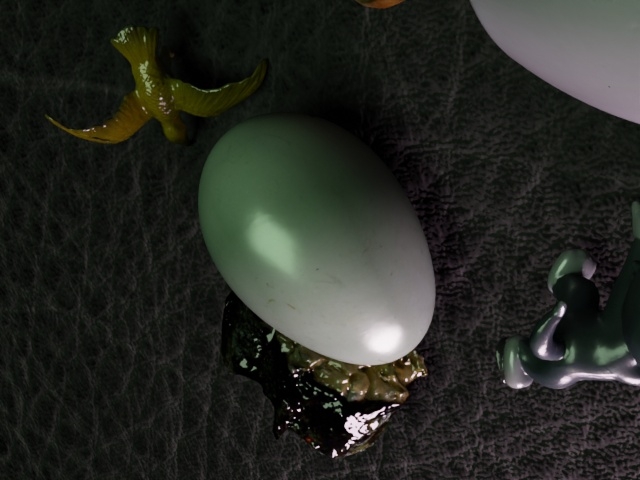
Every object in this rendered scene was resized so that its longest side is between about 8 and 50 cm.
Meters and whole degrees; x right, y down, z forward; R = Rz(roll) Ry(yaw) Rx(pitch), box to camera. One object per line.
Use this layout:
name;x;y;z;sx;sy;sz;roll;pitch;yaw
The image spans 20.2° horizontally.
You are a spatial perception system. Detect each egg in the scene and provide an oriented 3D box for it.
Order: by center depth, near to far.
egg;0.000;0.000;1.661;0.264;0.183;0.183;49;138;-2

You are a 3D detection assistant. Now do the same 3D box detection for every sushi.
sushi;-0.015;0.109;1.767;0.212;0.147;0.115;48;142;22

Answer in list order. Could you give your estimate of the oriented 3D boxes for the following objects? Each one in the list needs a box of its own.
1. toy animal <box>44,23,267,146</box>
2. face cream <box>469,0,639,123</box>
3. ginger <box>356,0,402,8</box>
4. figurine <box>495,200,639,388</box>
toy animal;-0.152;-0.151;1.799;0.219;0.155;0.095;-16;75;7
face cream;0.278;-0.223;1.236;0.357;0.219;0.312;6;117;41
ginger;0.018;-0.347;1.499;0.133;0.107;0.309;8;116;57
figurine;0.261;0.056;1.484;0.265;0.140;0.193;-9;89;22
